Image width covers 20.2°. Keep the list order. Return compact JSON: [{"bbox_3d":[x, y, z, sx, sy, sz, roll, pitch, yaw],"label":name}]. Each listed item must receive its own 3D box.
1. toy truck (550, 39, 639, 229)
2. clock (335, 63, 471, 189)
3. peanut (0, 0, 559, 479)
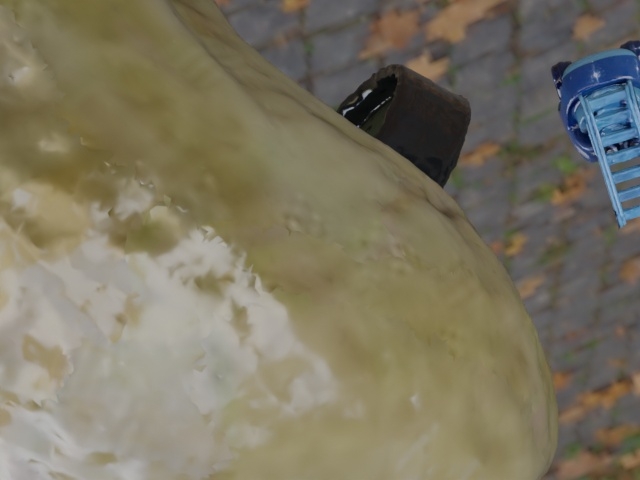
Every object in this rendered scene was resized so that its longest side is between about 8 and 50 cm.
[{"bbox_3d":[0.159,-0.055,0.958,0.056,0.090,0.073,-16,145,11],"label":"toy truck"},{"bbox_3d":[0.000,0.000,0.824,0.040,0.184,0.184,34,135,-9],"label":"clock"},{"bbox_3d":[-0.086,-0.017,0.532,0.158,0.340,0.174,-47,168,14],"label":"peanut"}]
